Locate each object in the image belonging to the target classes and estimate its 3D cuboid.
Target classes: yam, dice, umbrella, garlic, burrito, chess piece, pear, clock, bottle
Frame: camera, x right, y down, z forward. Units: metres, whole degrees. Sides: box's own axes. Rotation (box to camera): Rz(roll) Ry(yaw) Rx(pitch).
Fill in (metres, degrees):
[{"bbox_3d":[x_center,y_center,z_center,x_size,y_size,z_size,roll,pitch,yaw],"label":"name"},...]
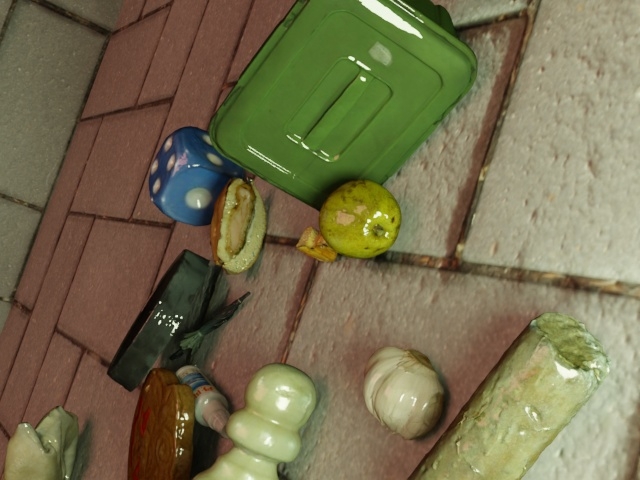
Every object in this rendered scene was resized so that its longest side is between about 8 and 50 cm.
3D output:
[{"bbox_3d":[0.167,0.186,0.842,0.259,0.093,0.093,-57,30,19],"label":"yam"},{"bbox_3d":[-0.241,-0.125,1.714,0.146,0.143,0.146,-52,32,29],"label":"dice"},{"bbox_3d":[-0.203,0.158,1.562,0.269,0.044,0.044,-41,68,42],"label":"umbrella"},{"bbox_3d":[0.088,0.172,1.009,0.094,0.074,0.113,-54,45,6],"label":"garlic"},{"bbox_3d":[-0.618,0.521,1.928,0.135,0.190,0.332,37,110,25],"label":"burrito"},{"bbox_3d":[-0.084,0.281,1.187,0.133,0.133,0.243,11,76,62],"label":"chess piece"},{"bbox_3d":[0.052,-0.027,1.178,0.107,0.107,0.131,-67,20,3],"label":"pear"},{"bbox_3d":[-0.297,0.142,1.628,0.281,0.055,0.281,-54,12,17],"label":"clock"},{"bbox_3d":[-0.182,0.263,1.435,0.217,0.060,0.060,26,94,61],"label":"bottle"}]

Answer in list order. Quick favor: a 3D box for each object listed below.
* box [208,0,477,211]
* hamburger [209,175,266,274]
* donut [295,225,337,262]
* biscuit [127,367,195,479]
[{"bbox_3d":[0.031,-0.222,1.222,0.329,0.252,0.178,-45,22,35],"label":"box"},{"bbox_3d":[-0.147,-0.017,1.550,0.102,0.087,0.176,143,134,-61],"label":"hamburger"},{"bbox_3d":[0.000,0.000,1.296,0.038,0.067,0.083,-58,-9,-18],"label":"donut"},{"bbox_3d":[-0.273,0.354,1.478,0.257,0.049,0.273,12,96,63],"label":"biscuit"}]
